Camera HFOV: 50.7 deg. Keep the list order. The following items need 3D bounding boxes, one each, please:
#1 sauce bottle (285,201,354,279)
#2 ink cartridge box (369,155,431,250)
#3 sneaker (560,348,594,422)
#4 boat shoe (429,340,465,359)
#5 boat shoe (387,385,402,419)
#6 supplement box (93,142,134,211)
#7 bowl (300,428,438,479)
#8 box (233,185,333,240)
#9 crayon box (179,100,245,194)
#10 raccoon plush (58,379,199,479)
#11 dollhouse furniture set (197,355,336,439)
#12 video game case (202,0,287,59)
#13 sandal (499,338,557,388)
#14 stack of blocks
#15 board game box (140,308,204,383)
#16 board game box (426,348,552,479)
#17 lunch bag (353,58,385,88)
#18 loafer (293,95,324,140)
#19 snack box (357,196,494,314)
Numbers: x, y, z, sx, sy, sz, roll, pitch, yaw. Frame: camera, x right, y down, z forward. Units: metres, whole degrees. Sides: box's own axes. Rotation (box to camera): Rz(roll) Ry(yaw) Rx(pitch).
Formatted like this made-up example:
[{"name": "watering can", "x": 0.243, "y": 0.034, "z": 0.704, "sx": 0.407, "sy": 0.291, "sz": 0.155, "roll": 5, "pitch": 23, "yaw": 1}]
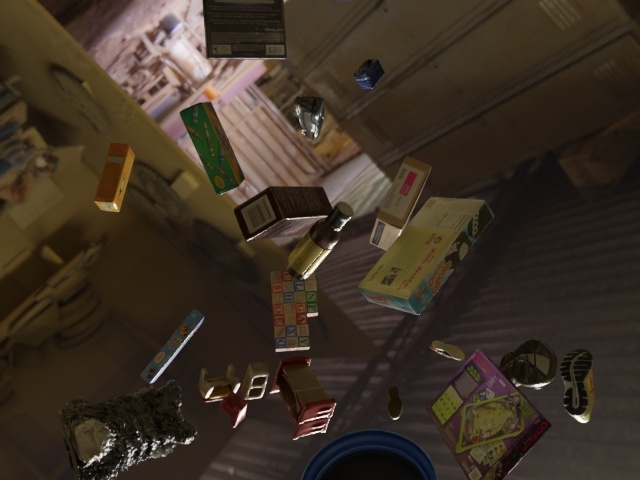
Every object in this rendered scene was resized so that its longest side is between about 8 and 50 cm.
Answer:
[{"name": "sauce bottle", "x": 0.000, "y": 0.000, "z": 2.391, "sx": 0.344, "sy": 0.111, "sz": 0.111, "roll": -49, "pitch": -175, "yaw": 35}, {"name": "ink cartridge box", "x": 0.239, "y": -0.107, "z": 2.044, "sx": 0.235, "sy": 0.088, "sz": 0.193, "roll": -62, "pitch": 171, "yaw": -22}, {"name": "sneaker", "x": 0.685, "y": 0.385, "z": 1.787, "sx": 0.081, "sy": 0.094, "sz": 0.208, "roll": -8, "pitch": -133, "yaw": 36}, {"name": "boat shoe", "x": 0.484, "y": 0.422, "z": 2.579, "sx": 0.043, "sy": 0.137, "sz": 0.049, "roll": 113, "pitch": -1, "yaw": -60}, {"name": "boat shoe", "x": 0.267, "y": 0.592, "z": 2.437, "sx": 0.056, "sy": 0.048, "sz": 0.153, "roll": -9, "pitch": -150, "yaw": 4}, {"name": "supplement box", "x": -0.716, "y": -0.220, "z": 2.350, "sx": 0.078, "sy": 0.080, "sz": 0.233, "roll": 84, "pitch": 10, "yaw": -65}, {"name": "bowl", "x": 0.139, "y": 0.710, "z": 1.903, "sx": 0.391, "sy": 0.077, "sz": 0.391, "roll": -7, "pitch": -146, "yaw": 5}, {"name": "box", "x": -0.127, "y": -0.106, "z": 2.531, "sx": 0.191, "sy": 0.143, "sz": 0.381, "roll": -29, "pitch": 168, "yaw": 27}, {"name": "crayon box", "x": -0.336, "y": -0.294, "z": 2.127, "sx": 0.081, "sy": 0.278, "sz": 0.165, "roll": -22, "pitch": -168, "yaw": 5}, {"name": "raccoon plush", "x": -0.396, "y": 0.433, "z": 1.503, "sx": 0.299, "sy": 0.216, "sz": 0.446, "roll": -14, "pitch": -179, "yaw": -27}, {"name": "dollhouse furniture set", "x": -0.166, "y": 0.485, "z": 2.030, "sx": 0.201, "sy": 0.374, "sz": 0.152, "roll": 56, "pitch": -42, "yaw": 43}, {"name": "video game case", "x": -0.182, "y": -0.570, "z": 1.602, "sx": 0.196, "sy": 0.274, "sz": 0.026, "roll": -5, "pitch": -173, "yaw": -20}, {"name": "sandal", "x": 0.540, "y": 0.326, "z": 1.728, "sx": 0.303, "sy": 0.086, "sz": 0.120, "roll": 107, "pitch": 1, "yaw": -75}, {"name": "stack of blocks", "x": -0.096, "y": 0.265, "z": 2.570, "sx": 0.171, "sy": 0.297, "sz": 0.087, "roll": -3, "pitch": 165, "yaw": -4}, {"name": "board game box", "x": -0.386, "y": 0.279, "z": 1.771, "sx": 0.211, "sy": 0.039, "sz": 0.160, "roll": -53, "pitch": -178, "yaw": -16}, {"name": "board game box", "x": 0.372, "y": 0.403, "z": 1.554, "sx": 0.208, "sy": 0.056, "sz": 0.347, "roll": -54, "pitch": -165, "yaw": 7}, {"name": "lunch bag", "x": 0.159, "y": -0.549, "z": 2.200, "sx": 0.067, "sy": 0.065, "sz": 0.098, "roll": 10, "pitch": -123, "yaw": 45}, {"name": "loafer", "x": -0.036, "y": -0.382, "z": 2.062, "sx": 0.267, "sy": 0.084, "sz": 0.096, "roll": 97, "pitch": 10, "yaw": -80}, {"name": "snack box", "x": 0.252, "y": 0.027, "z": 1.623, "sx": 0.322, "sy": 0.060, "sz": 0.187, "roll": -49, "pitch": -151, "yaw": -19}]
